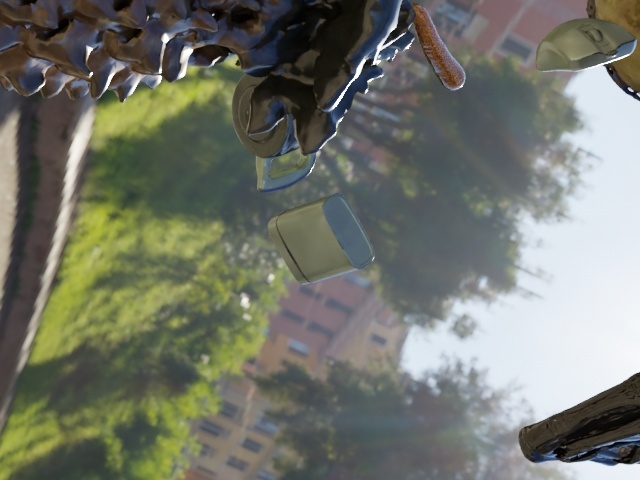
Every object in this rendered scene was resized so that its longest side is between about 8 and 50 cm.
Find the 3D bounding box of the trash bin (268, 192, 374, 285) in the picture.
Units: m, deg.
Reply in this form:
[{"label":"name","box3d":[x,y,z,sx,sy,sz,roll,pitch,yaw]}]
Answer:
[{"label":"trash bin","box3d":[0.000,0.000,1.689,0.130,0.116,0.059,-17,-163,49]}]

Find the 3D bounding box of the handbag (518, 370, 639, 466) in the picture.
[{"label":"handbag","box3d":[0.453,0.273,1.713,0.244,0.275,0.088,-31,-117,35]}]

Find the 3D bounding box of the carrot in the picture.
[{"label":"carrot","box3d":[0.150,-0.251,1.524,0.037,0.037,0.190,-67,151,-13]}]

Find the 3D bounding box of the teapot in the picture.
[{"label":"teapot","box3d":[-0.037,-0.146,1.476,0.111,0.108,0.149,-19,-94,49]}]

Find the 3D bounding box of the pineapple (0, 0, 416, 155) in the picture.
[{"label":"pineapple","box3d":[-0.071,-0.153,0.605,0.223,0.357,0.223,-32,-131,46]}]

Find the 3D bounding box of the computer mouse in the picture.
[{"label":"computer mouse","box3d":[0.187,-0.142,0.831,0.110,0.056,0.032,-129,-160,-79]}]

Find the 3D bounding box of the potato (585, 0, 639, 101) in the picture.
[{"label":"potato","box3d":[0.473,-0.314,1.140,0.397,0.290,0.296,-46,-159,-4]}]
